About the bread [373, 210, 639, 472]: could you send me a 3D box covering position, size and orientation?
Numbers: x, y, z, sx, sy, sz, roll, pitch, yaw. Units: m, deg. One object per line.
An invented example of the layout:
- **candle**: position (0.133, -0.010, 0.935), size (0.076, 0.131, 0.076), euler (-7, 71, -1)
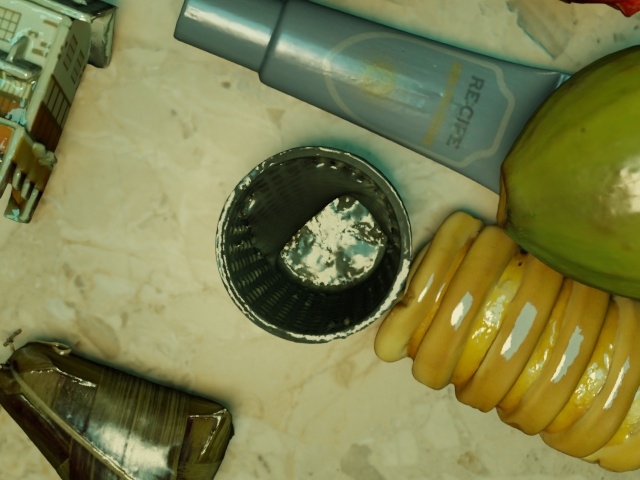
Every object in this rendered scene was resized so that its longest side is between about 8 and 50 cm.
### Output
- **bread**: position (0.218, 0.103, 1.294), size (0.311, 0.121, 0.173), euler (26, 95, -2)

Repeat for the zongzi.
- **zongzi**: position (-0.232, 0.234, 1.306), size (0.247, 0.111, 0.241), euler (21, 80, -1)

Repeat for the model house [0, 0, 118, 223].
- **model house**: position (-0.324, -0.151, 1.245), size (0.224, 0.198, 0.215), euler (18, 83, 1)

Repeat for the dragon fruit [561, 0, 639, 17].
- **dragon fruit**: position (0.277, -0.258, 1.226), size (0.161, 0.274, 0.126), euler (12, 117, -28)

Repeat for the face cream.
- **face cream**: position (0.052, -0.155, 1.294), size (0.385, 0.086, 0.136), euler (20, 96, -5)

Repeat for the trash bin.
- **trash bin**: position (0.000, 0.000, 1.269), size (0.175, 0.161, 0.175), euler (0, 94, 5)

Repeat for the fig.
- **fig**: position (0.285, -0.056, 1.210), size (0.271, 0.239, 0.239), euler (-15, 95, -10)
